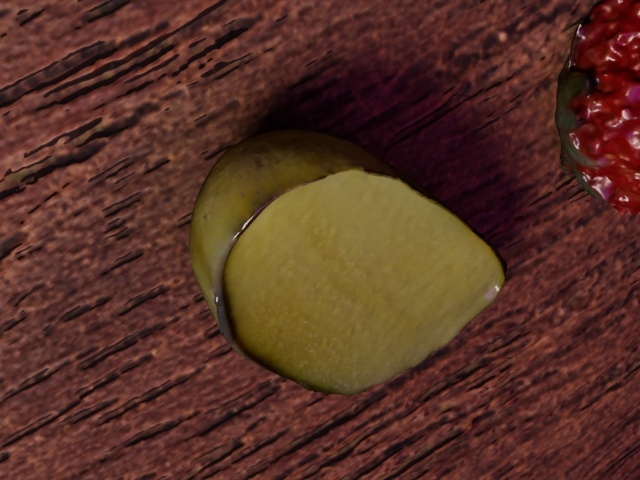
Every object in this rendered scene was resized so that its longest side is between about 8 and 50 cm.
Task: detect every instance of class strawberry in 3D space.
[{"bbox_3d":[0.289,-0.108,1.250,0.236,0.111,0.190,-26,127,-15],"label":"strawberry"}]

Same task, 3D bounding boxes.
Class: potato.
[{"bbox_3d":[0.000,0.000,1.150,0.160,0.111,0.271,-45,145,12],"label":"potato"}]
